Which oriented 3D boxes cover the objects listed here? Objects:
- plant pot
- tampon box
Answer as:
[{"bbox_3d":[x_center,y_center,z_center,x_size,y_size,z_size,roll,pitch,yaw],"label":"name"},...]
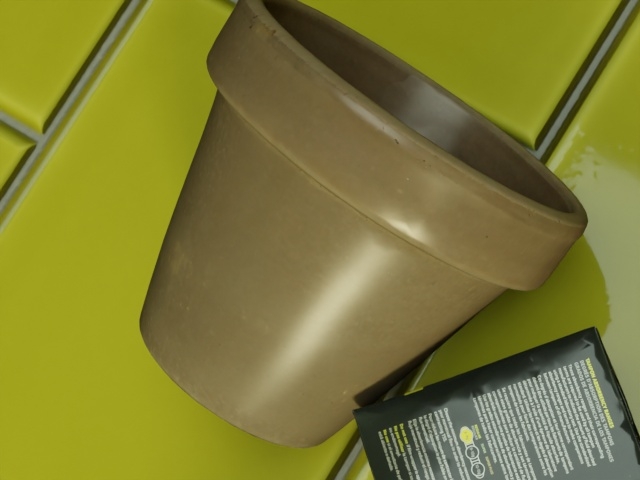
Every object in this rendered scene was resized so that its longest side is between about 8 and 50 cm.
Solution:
[{"bbox_3d":[0.000,0.000,1.048,0.263,0.263,0.229,41,105,20],"label":"plant pot"},{"bbox_3d":[0.120,0.135,1.028,0.161,0.120,0.101,-20,72,8],"label":"tampon box"}]
